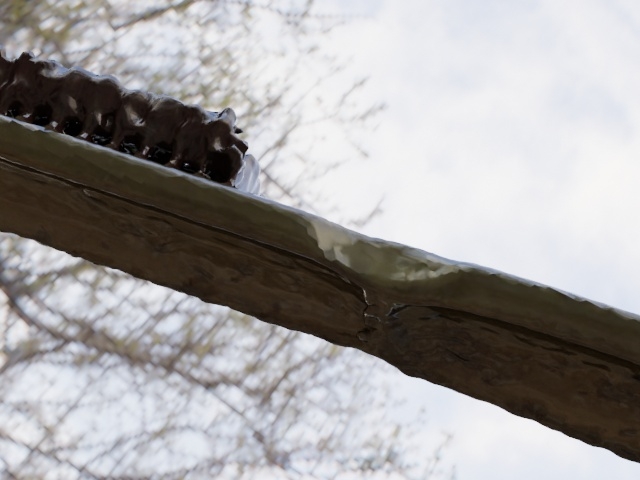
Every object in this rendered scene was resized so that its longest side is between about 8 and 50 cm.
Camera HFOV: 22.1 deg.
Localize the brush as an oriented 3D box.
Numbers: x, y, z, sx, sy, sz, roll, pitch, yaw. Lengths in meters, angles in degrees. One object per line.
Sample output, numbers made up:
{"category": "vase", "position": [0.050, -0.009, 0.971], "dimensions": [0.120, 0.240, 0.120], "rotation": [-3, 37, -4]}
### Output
{"category": "brush", "position": [0.000, 0.000, 0.365], "dimensions": [0.248, 0.036, 0.043], "rotation": [18, -27, 12]}
